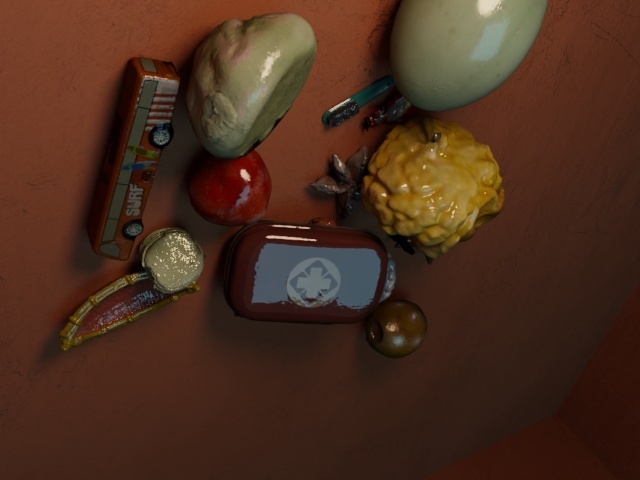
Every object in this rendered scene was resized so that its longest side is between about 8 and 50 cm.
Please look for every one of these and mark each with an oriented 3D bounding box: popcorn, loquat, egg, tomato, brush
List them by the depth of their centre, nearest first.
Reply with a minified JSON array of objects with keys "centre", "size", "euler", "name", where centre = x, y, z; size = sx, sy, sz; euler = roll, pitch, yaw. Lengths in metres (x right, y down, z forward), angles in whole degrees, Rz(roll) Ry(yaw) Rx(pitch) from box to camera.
[{"centre":[0.296,-0.441,1.421],"size":[0.276,0.276,0.389],"euler":[12,122,-46],"name":"egg"},{"centre":[-0.176,-0.110,1.463],"size":[0.187,0.151,0.187],"euler":[-26,139,-25],"name":"tomato"},{"centre":[0.092,-0.311,1.581],"size":[0.193,0.032,0.043],"euler":[-31,142,-10],"name":"brush"},{"centre":[0.247,-0.115,1.683],"size":[0.348,0.349,0.382],"euler":[-15,161,-29],"name":"popcorn"},{"centre":[0.239,0.273,2.181],"size":[0.227,0.179,0.179],"euler":[-3,130,-49],"name":"loquat"}]

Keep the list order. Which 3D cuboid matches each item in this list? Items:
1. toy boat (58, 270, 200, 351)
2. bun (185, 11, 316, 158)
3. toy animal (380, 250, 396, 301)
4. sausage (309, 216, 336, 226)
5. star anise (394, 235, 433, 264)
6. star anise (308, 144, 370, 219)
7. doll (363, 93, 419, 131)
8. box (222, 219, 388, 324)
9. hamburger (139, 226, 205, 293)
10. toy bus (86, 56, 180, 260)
[{"centre":[-0.427,0.138,1.543],"size":[0.317,0.099,0.141],"euler":[-24,137,-15],"name":"toy boat"},{"centre":[-0.145,-0.298,1.263],"size":[0.293,0.187,0.293],"euler":[-57,179,-1],"name":"bun"},{"centre":[0.093,0.102,1.899],"size":[0.204,0.156,0.208],"euler":[-12,131,-37],"name":"toy animal"},{"centre":[0.000,0.000,1.782],"size":[0.076,0.076,0.141],"euler":[-13,134,-31],"name":"sausage"},{"centre":[0.355,-0.078,1.980],"size":[0.349,0.109,0.292],"euler":[-41,148,0],"name":"star anise"},{"centre":[0.074,-0.147,1.706],"size":[0.172,0.063,0.208],"euler":[-45,142,0],"name":"star anise"},{"centre":[0.178,-0.310,1.639],"size":[0.169,0.057,0.109],"euler":[-22,160,-4],"name":"doll"},{"centre":[-0.031,0.081,1.693],"size":[0.403,0.108,0.263],"euler":[4,112,-16],"name":"box"},{"centre":[-0.317,0.039,1.508],"size":[0.133,0.140,0.062],"euler":[-19,-178,-23],"name":"hamburger"},{"centre":[-0.355,-0.143,1.324],"size":[0.092,0.093,0.409],"euler":[4,124,-33],"name":"toy bus"}]
